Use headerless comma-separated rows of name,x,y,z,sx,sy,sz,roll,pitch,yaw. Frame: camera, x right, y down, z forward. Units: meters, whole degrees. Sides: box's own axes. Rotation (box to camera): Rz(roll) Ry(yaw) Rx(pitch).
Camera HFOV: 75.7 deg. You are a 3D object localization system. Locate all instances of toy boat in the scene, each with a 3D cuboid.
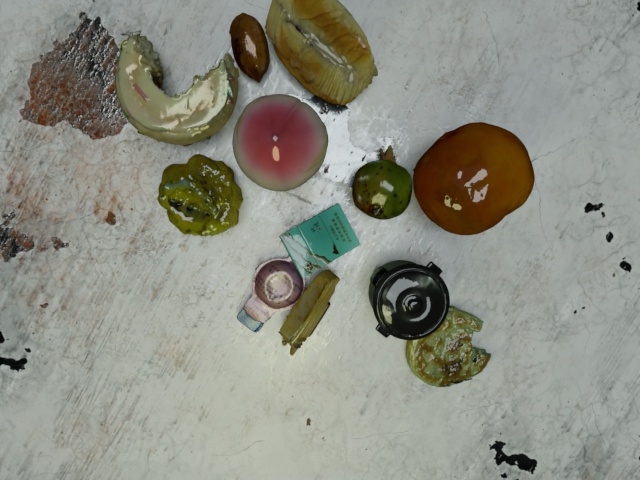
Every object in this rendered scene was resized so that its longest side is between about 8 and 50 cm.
toy boat,-0.035,0.240,1.380,0.089,0.115,0.310,33,91,38

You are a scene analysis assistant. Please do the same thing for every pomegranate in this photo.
pomegranate,0.194,-0.189,1.307,0.198,0.198,0.246,1,88,-2

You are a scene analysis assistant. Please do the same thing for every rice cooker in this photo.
rice cooker,0.276,0.184,1.326,0.241,0.227,0.281,41,93,-6

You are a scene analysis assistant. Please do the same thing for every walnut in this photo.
walnut,-0.220,-0.601,1.291,0.115,0.116,0.207,-16,103,-1

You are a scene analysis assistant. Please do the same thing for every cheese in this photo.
cheese,-0.164,0.179,1.384,0.188,0.074,0.286,37,93,-5

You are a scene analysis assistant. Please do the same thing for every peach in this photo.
peach,0.452,-0.193,1.248,0.342,0.343,0.302,-38,93,2

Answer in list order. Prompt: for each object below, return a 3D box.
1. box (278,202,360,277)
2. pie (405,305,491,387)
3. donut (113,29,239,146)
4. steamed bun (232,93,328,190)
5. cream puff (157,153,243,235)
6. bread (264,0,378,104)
box,0.000,0.000,1.365,0.229,0.041,0.162,-29,95,-13
pie,0.439,0.374,1.434,0.302,0.067,0.303,0,97,-4
donut,-0.440,-0.449,1.272,0.370,0.150,0.308,12,96,-3
steamed bun,-0.122,-0.294,1.233,0.308,0.309,0.310,0,96,-2
cream puff,-0.379,-0.138,1.291,0.281,0.185,0.282,0,92,-3
bread,-0.007,-0.605,1.272,0.236,0.183,0.389,-37,91,-18
